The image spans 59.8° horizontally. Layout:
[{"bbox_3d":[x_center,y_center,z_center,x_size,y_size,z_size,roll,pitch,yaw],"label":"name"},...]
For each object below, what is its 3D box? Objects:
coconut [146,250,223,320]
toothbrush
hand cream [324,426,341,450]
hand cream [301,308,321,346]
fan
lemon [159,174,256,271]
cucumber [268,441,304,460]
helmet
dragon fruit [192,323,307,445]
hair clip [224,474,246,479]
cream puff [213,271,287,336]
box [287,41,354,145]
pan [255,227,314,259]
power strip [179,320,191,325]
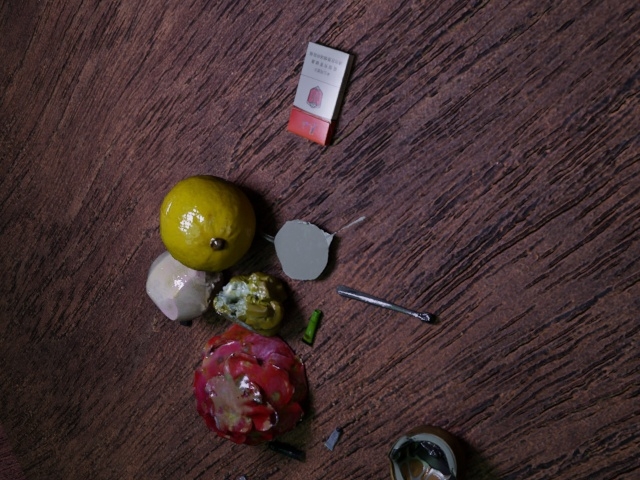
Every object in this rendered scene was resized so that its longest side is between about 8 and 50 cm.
[{"bbox_3d":[-0.417,0.142,1.759,0.230,0.227,0.227,41,118,22],"label":"coconut"},{"bbox_3d":[0.166,0.169,1.490,0.297,0.030,0.030,15,80,33],"label":"toothbrush"},{"bbox_3d":[0.041,0.588,1.657,0.030,0.019,0.093,37,123,21],"label":"hand cream"},{"bbox_3d":[-0.025,0.257,1.637,0.036,0.023,0.122,29,117,23],"label":"hand cream"},{"bbox_3d":[0.000,0.000,1.547,0.310,0.010,0.182,-26,86,30],"label":"fan"},{"bbox_3d":[-0.329,-0.051,1.626,0.296,0.297,0.297,7,102,33],"label":"lemon"},{"bbox_3d":[-0.111,0.664,1.759,0.133,0.032,0.032,6,101,33],"label":"cucumber"},{"bbox_3d":[0.284,0.564,1.419,0.198,0.130,0.225,37,127,28],"label":"helmet"},{"bbox_3d":[-0.241,0.451,1.694,0.370,0.249,0.387,-13,93,30],"label":"dragon fruit"},{"bbox_3d":[-0.298,0.875,1.919,0.116,0.049,0.172,52,131,31],"label":"hair clip"},{"bbox_3d":[-0.186,0.181,1.646,0.220,0.194,0.195,16,107,42],"label":"cream puff"},{"bbox_3d":[-0.003,-0.394,1.499,0.139,0.035,0.246,28,112,27],"label":"box"},{"bbox_3d":[-0.100,0.020,1.632,0.212,0.040,0.115,31,115,18],"label":"pan"},{"bbox_3d":[-0.468,0.241,1.925,0.037,0.029,0.111,7,102,33],"label":"power strip"}]
